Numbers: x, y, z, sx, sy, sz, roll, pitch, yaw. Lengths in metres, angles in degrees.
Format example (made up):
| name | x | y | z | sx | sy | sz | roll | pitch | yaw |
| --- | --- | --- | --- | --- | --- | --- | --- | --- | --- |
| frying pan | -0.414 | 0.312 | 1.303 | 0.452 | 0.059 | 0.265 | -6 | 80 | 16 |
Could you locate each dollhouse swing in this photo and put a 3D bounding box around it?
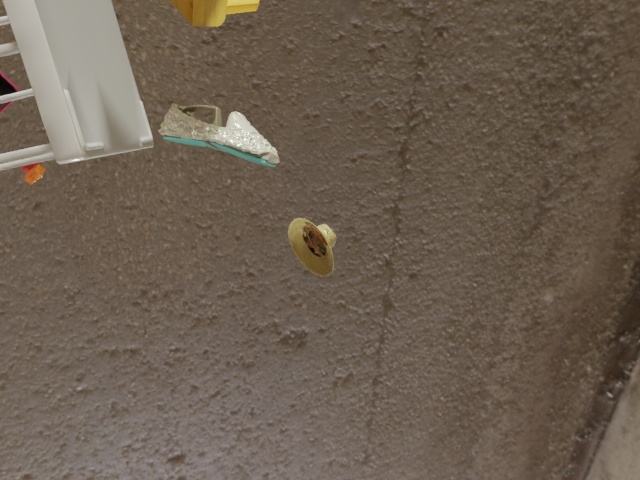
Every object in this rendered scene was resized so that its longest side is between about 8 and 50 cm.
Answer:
| name | x | y | z | sx | sy | sz | roll | pitch | yaw |
| --- | --- | --- | --- | --- | --- | --- | --- | --- | --- |
| dollhouse swing | -0.330 | -0.821 | 1.451 | 0.304 | 0.347 | 0.315 | -34 | 167 | -28 |

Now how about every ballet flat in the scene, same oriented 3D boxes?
| name | x | y | z | sx | sy | sz | roll | pitch | yaw |
| --- | --- | --- | --- | --- | --- | --- | --- | --- | --- |
| ballet flat | -0.297 | -0.323 | 1.523 | 0.147 | 0.408 | 0.147 | -52 | 151 | -45 |

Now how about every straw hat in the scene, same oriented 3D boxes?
| name | x | y | z | sx | sy | sz | roll | pitch | yaw |
| --- | --- | --- | --- | --- | --- | --- | --- | --- | --- |
| straw hat | 0.000 | 0.000 | 1.094 | 0.061 | 0.144 | 0.145 | -36 | 128 | -31 |

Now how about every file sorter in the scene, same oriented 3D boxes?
| name | x | y | z | sx | sy | sz | roll | pitch | yaw |
| --- | --- | --- | --- | --- | --- | --- | --- | --- | --- |
| file sorter | -0.269 | -0.185 | 0.395 | 0.172 | 0.193 | 0.278 | -13 | 103 | -1 |

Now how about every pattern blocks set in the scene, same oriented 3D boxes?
| name | x | y | z | sx | sy | sz | roll | pitch | yaw |
| --- | --- | --- | --- | --- | --- | --- | --- | --- | --- |
| pattern blocks set | -0.545 | -0.235 | 1.156 | 0.285 | 0.324 | 0.026 | -52 | 124 | -13 |

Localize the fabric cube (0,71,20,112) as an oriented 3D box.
| name | x | y | z | sx | sy | sz | roll | pitch | yaw |
| --- | --- | --- | --- | --- | --- | --- | --- | --- | --- |
| fabric cube | -0.829 | -0.337 | 1.042 | 0.259 | 0.258 | 0.254 | -49 | 144 | -10 |
